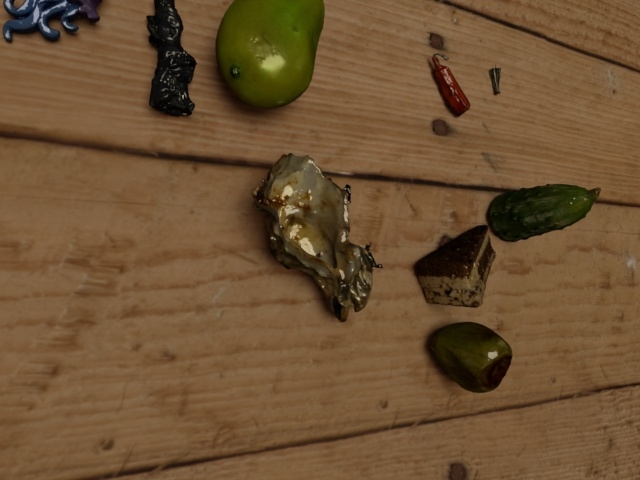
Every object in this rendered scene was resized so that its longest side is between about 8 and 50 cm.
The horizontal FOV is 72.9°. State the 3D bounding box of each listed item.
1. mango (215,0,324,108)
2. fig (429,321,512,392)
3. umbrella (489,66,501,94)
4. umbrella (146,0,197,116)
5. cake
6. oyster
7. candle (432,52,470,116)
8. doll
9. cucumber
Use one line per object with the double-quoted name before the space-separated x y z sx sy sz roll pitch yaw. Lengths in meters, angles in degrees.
"mango" -0.095 -0.374 0.811 0.185 0.149 0.273 15 72 -16
"fig" 0.325 0.249 0.952 0.165 0.154 0.144 27 88 11
"umbrella" 0.466 -0.428 1.150 0.031 0.020 0.083 0 89 -24
"umbrella" -0.264 -0.338 0.773 0.080 0.071 0.224 3 76 -53
"cake" 0.319 0.052 1.013 0.246 0.135 0.112 -43 117 -52
"oyster" 0.004 -0.005 0.822 0.198 0.133 0.337 -43 105 -25
"candle" 0.315 -0.381 1.057 0.053 0.048 0.162 -34 99 -7
"doll" -0.430 -0.393 0.704 0.206 0.067 0.110 -40 115 -12
"cucumber" 0.534 -0.077 1.021 0.134 0.244 0.134 7 76 -28
